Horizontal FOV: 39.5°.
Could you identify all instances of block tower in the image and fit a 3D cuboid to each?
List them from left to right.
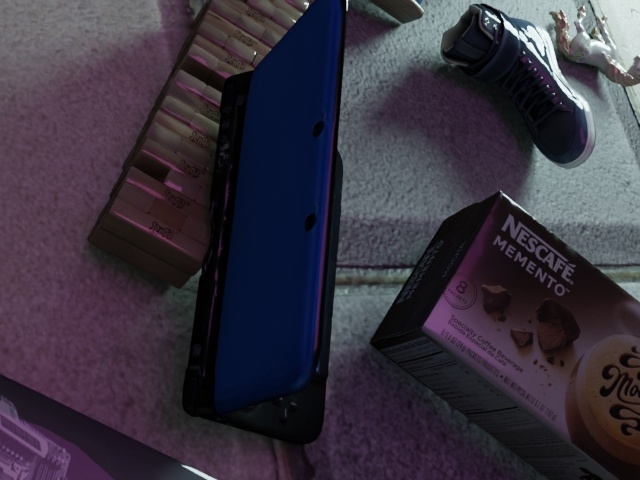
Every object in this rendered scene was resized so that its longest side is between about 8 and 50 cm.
[{"bbox_3d":[-0.110,-0.115,0.836,0.097,0.091,0.335,30,53,-16],"label":"block tower"}]

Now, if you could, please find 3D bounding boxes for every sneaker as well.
[{"bbox_3d":[0.233,-0.191,1.079,0.164,0.086,0.226,10,50,-39],"label":"sneaker"}]

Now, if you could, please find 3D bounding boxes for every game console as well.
[{"bbox_3d":[0.000,0.000,0.706,0.250,0.173,0.293,32,57,-52],"label":"game console"}]

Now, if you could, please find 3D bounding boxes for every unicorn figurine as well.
[{"bbox_3d":[0.394,-0.270,1.255,0.162,0.060,0.111,2,64,-13],"label":"unicorn figurine"}]

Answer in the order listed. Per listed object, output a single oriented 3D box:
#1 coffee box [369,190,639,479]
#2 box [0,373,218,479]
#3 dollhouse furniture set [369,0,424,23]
[{"bbox_3d":[0.222,0.114,0.874,0.297,0.119,0.168,38,66,-8],"label":"coffee box"},{"bbox_3d":[-0.208,0.234,0.595,0.308,0.076,0.242,31,53,-14],"label":"box"},{"bbox_3d":[0.115,-0.401,0.940,0.286,0.303,0.198,28,80,-24],"label":"dollhouse furniture set"}]
